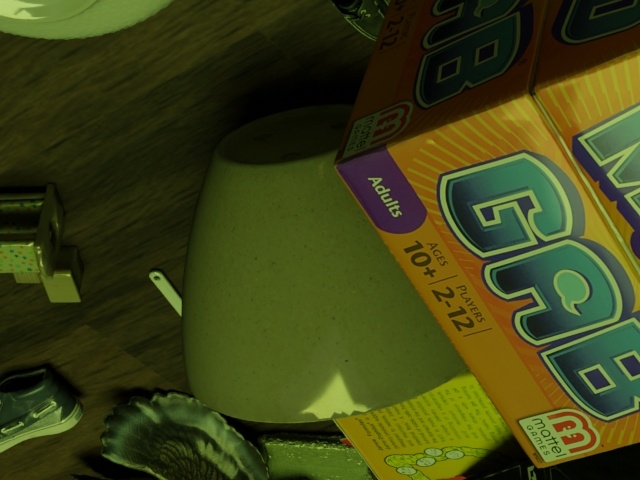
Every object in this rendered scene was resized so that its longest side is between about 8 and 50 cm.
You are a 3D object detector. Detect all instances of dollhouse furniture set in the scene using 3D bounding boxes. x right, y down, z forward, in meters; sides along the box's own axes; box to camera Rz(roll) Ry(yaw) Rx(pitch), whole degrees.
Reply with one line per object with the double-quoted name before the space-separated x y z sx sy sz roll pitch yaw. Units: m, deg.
"dollhouse furniture set" -0.375 0.028 2.017 0.182 0.101 0.161 -1 141 9

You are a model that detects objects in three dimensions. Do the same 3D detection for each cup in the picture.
"cup" 0.000 0.000 1.811 0.331 0.331 0.237 -6 112 15

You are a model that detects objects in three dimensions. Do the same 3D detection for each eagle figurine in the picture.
"eagle figurine" -0.161 0.341 2.332 0.226 0.298 0.225 -44 164 6

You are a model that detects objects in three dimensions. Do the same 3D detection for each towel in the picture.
"towel" -0.007 0.288 2.350 0.148 0.027 0.110 2 140 7

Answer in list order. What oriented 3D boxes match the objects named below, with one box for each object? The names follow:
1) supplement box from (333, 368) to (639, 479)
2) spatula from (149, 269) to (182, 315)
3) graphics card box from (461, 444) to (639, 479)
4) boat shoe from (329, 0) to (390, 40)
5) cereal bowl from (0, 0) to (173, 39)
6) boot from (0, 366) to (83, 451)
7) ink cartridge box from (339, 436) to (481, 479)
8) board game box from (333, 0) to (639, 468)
"supplement box" 0.204 0.122 1.987 0.356 0.194 0.195 -12 138 21
"spatula" -0.095 0.099 2.136 0.168 0.019 0.242 -12 138 22
"graphics card box" 0.273 0.299 2.013 0.232 0.094 0.371 0 164 -21
"boat shoe" 0.029 -0.229 1.697 0.049 0.040 0.142 -19 135 27
"cereal bowl" -0.252 -0.296 1.575 0.339 0.141 0.339 3 140 2
"boot" -0.402 0.215 2.289 0.190 0.069 0.086 -20 128 17
"ink cartridge box" 0.215 0.280 2.241 0.261 0.066 0.296 -25 143 32
"board game box" 0.279 -0.089 1.531 0.356 0.356 0.356 -20 121 28
